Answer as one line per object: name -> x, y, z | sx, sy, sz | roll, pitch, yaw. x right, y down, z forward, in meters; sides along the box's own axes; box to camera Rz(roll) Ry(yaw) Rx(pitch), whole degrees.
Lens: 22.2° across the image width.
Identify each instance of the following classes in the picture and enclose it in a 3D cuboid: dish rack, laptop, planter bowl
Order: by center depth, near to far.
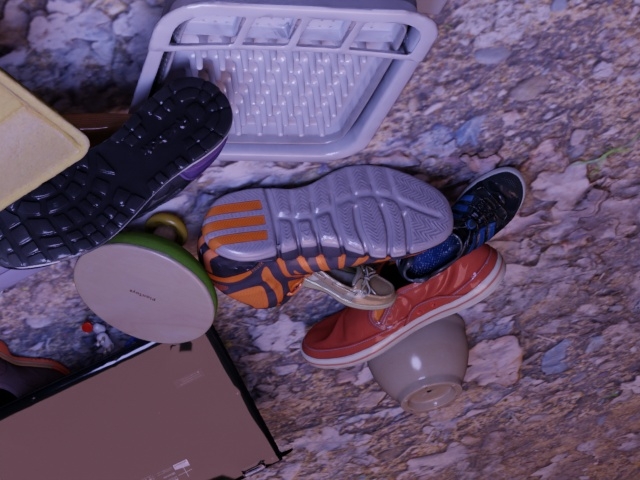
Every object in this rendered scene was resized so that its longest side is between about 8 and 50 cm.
dish rack -> -0.054, -0.183, 1.704 | 0.285, 0.072, 0.333 | 0, 156, -16
laptop -> -0.266, 0.290, 2.306 | 0.382, 0.236, 0.408 | -26, 118, 0
planter bowl -> 0.154, 0.191, 2.445 | 0.162, 0.109, 0.162 | -12, 150, -7

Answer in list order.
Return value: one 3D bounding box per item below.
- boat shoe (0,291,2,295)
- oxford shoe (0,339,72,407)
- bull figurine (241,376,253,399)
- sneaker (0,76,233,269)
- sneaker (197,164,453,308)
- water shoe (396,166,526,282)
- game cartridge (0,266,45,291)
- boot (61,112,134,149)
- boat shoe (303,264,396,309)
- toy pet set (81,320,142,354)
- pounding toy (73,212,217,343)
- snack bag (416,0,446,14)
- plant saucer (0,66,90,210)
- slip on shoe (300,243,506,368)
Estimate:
boat shoe -> -0.401, 0.038, 1.968 | 0.066, 0.063, 0.184 | 7, 143, -34
oxford shoe -> -0.414, 0.212, 2.216 | 0.097, 0.098, 0.271 | -29, 147, 22
bull figurine -> -0.233, 0.303, 2.448 | 0.310, 0.101, 0.188 | -10, 145, -23
sneaker -> -0.209, -0.045, 1.650 | 0.283, 0.107, 0.124 | -32, 167, -15
sneaker -> 0.000, 0.000, 2.067 | 0.321, 0.124, 0.180 | -2, 155, -10
water shoe -> 0.188, -0.012, 2.096 | 0.203, 0.080, 0.073 | -42, 101, 5
game cartridge -> -0.422, 0.006, 1.735 | 0.355, 0.068, 0.230 | -26, 148, 20
boot -> -0.329, -0.111, 1.665 | 0.280, 0.096, 0.264 | 3, 148, -6
boat shoe -> 0.030, 0.046, 2.159 | 0.153, 0.056, 0.048 | 21, 136, 2
toy pet set -> -0.241, 0.115, 2.202 | 0.122, 0.065, 0.114 | -27, 113, 13
pounding toy -> -0.222, 0.014, 2.006 | 0.237, 0.110, 0.183 | 39, 137, -21
snack bag -> 0.017, -0.339, 1.572 | 0.342, 0.037, 0.323 | 0, 146, -21
plant saucer -> -0.439, -0.113, 1.486 | 0.333, 0.081, 0.333 | -30, 137, 20
slip on shoe -> 0.098, 0.077, 2.248 | 0.331, 0.123, 0.101 | -29, 116, 30
